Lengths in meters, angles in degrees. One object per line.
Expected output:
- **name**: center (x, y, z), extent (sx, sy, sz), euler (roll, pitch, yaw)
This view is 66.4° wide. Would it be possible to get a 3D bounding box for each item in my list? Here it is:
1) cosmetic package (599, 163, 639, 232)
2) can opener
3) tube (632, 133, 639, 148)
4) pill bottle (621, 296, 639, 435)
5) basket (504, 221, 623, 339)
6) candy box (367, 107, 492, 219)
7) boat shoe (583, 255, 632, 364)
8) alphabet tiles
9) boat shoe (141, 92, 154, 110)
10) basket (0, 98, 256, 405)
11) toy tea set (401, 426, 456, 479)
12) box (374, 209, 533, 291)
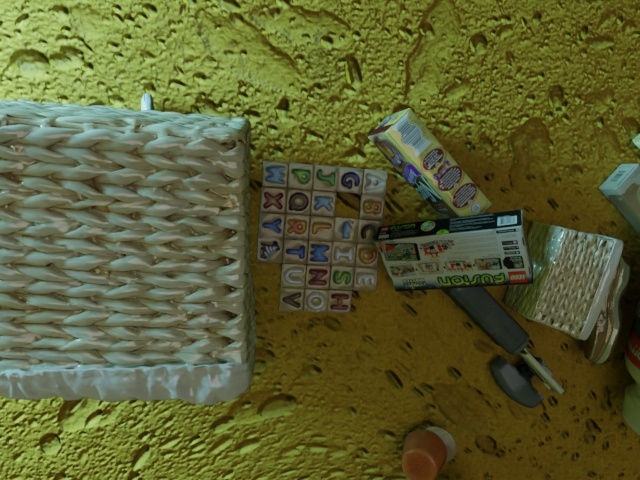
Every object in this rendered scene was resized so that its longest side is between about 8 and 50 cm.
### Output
- **cosmetic package**: center (0.537, -0.070, 0.827), extent (0.115, 0.041, 0.060), euler (41, 91, -12)
- **can opener**: center (0.291, 0.171, 0.812), extent (0.283, 0.076, 0.095), euler (44, 90, -11)
- **tube**: center (0.632, -0.109, 0.829), extent (0.240, 0.062, 0.070), euler (49, 50, -7)
- **pill bottle**: center (0.619, 0.150, 0.777), extent (0.210, 0.210, 0.363), euler (1, 107, -8)
- **basket**: center (0.385, 0.057, 0.791), extent (0.103, 0.113, 0.167), euler (18, 96, -6)
- **candy box**: center (0.161, -0.107, 0.733), extent (0.186, 0.109, 0.053), euler (44, 90, -11)
- **boat shoe**: center (0.471, 0.114, 0.841), extent (0.072, 0.068, 0.190), euler (11, 87, 3)
- **alphabet tiles**: center (0.000, 0.000, 0.779), extent (0.198, 0.009, 0.237), euler (3, 98, -9)
- **boat shoe**: center (-0.257, -0.161, 0.705), extent (0.035, 0.035, 0.100), euler (0, 105, -11)
- **basket**: center (-0.234, -0.015, 0.566), extent (0.331, 0.328, 0.266), euler (4, 105, -9)
- **toy tea set**: center (0.198, 0.487, 0.849), extent (0.200, 0.124, 0.336), euler (16, 101, 20)
- **box**: center (0.195, 0.020, 0.720), extent (0.207, 0.036, 0.114), euler (-6, 130, 27)
